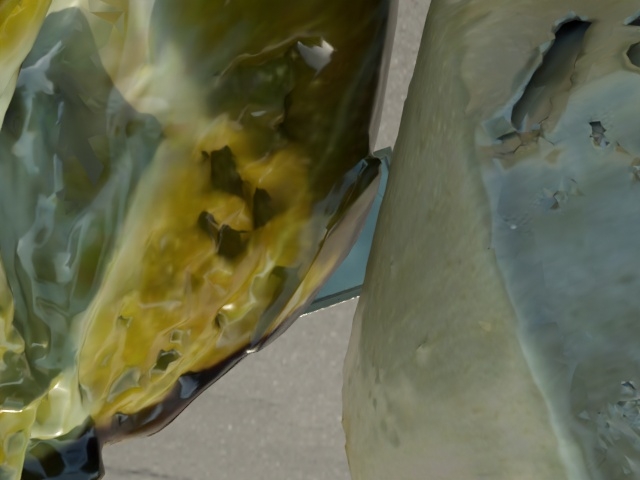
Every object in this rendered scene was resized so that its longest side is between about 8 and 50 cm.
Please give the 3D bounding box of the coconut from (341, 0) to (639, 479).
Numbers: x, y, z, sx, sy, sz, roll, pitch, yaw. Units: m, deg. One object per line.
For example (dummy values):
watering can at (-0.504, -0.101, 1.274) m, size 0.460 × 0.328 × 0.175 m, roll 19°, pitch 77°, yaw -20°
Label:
coconut at (0.166, 0.016, 0.436) m, size 0.352 × 0.353 × 0.353 m, roll 1°, pitch 130°, yaw 1°

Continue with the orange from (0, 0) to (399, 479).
orange at (-0.124, -0.050, 0.429) m, size 0.210 × 0.368 × 0.271 m, roll 37°, pitch 120°, yaw 23°

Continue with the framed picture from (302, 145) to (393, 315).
framed picture at (0.000, 0.000, 1.205) m, size 0.201 × 0.010 × 0.136 m, roll -19°, pitch 93°, yaw 10°
